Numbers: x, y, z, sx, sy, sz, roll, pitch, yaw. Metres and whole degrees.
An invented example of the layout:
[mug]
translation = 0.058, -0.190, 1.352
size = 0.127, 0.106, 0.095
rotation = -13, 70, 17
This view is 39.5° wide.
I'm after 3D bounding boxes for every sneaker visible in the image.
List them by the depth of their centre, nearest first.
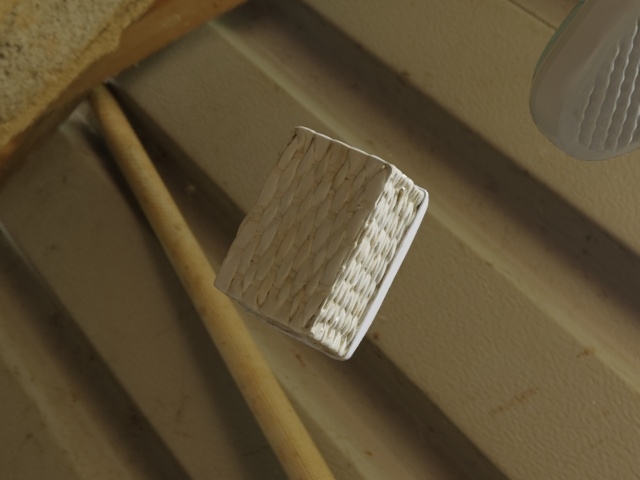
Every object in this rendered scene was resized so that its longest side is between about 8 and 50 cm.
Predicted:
[sneaker]
translation = 0.245, -0.209, 0.605
size = 0.366, 0.135, 0.150
rotation = -46, -137, -8

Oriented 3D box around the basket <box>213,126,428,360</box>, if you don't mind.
[basket]
translation = 0.000, 0.000, 0.748
size = 0.113, 0.103, 0.167
rotation = 25, -96, 25
